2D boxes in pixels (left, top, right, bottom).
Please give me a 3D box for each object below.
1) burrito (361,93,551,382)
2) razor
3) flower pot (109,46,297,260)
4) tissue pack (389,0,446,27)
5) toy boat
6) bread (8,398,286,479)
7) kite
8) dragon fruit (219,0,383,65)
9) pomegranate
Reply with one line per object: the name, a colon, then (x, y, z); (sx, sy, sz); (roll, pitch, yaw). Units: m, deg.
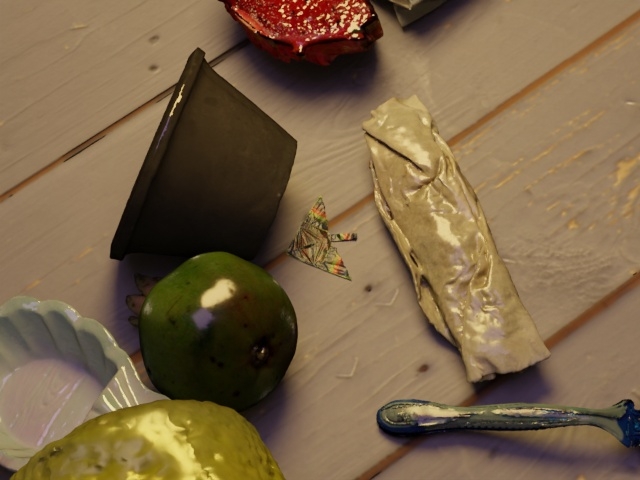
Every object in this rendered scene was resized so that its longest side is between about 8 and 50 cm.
burrito: (0.143, -0.006, 1.741); (0.117, 0.076, 0.392); (-21, 64, -4)
razor: (0.223, 0.198, 1.645); (0.324, 0.056, 0.093); (2, 65, 7)
flower pot: (-0.127, -0.075, 1.728); (0.166, 0.269, 0.269); (23, 66, -5)
tissue pack: (0.156, -0.391, 1.916); (0.229, 0.145, 0.159); (-37, 33, -14)
toy boat: (-0.296, 0.181, 1.661); (0.290, 0.100, 0.199); (22, 74, 26)
bread: (-0.156, 0.347, 1.449); (0.348, 0.348, 0.308); (-23, 59, -7)
kite: (0.000, 0.000, 1.791); (0.090, 0.004, 0.122); (-13, 63, -1)
dragon fruit: (-0.015, -0.306, 1.874); (0.163, 0.189, 0.261); (-47, 57, 24)
pomegranate: (-0.136, 0.096, 1.674); (0.225, 0.187, 0.187); (23, 65, 41)
